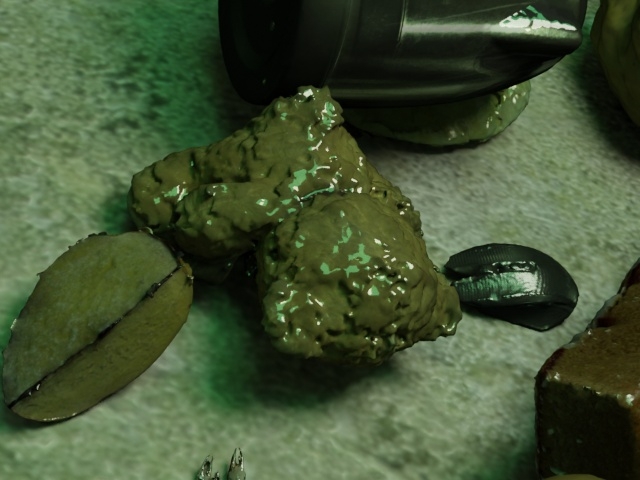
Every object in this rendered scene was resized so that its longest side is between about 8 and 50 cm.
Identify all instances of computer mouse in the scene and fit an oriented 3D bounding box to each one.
[{"bbox_3d":[0.181,0.036,1.286,0.135,0.047,0.079,8,47,-15],"label":"computer mouse"}]

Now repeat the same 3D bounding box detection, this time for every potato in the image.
[{"bbox_3d":[-0.176,0.072,1.086,0.172,0.089,0.101,-44,51,-12],"label":"potato"}]

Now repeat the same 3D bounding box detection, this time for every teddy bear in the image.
[{"bbox_3d":[0.000,0.000,1.163,0.267,0.156,0.256,-6,55,-30],"label":"teddy bear"}]

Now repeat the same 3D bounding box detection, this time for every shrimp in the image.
[{"bbox_3d":[-0.075,0.195,1.043,0.038,0.029,0.092,6,42,-8],"label":"shrimp"}]

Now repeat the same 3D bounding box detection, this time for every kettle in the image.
[{"bbox_3d":[0.079,-0.245,1.312,0.324,0.228,0.321,1,23,-22],"label":"kettle"}]

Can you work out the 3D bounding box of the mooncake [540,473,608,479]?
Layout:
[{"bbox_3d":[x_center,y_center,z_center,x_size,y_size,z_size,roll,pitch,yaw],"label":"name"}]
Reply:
[{"bbox_3d":[0.233,0.374,0.859,0.467,0.262,0.467,12,49,-14],"label":"mooncake"}]

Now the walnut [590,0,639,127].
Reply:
[{"bbox_3d":[0.439,-0.221,1.476,0.253,0.282,0.276,27,35,-20],"label":"walnut"}]

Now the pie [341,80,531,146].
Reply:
[{"bbox_3d":[0.072,-0.210,1.443,0.306,0.071,0.306,12,47,-13],"label":"pie"}]

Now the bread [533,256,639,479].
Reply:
[{"bbox_3d":[0.317,0.084,1.211,0.113,0.165,0.416,15,35,32],"label":"bread"}]
